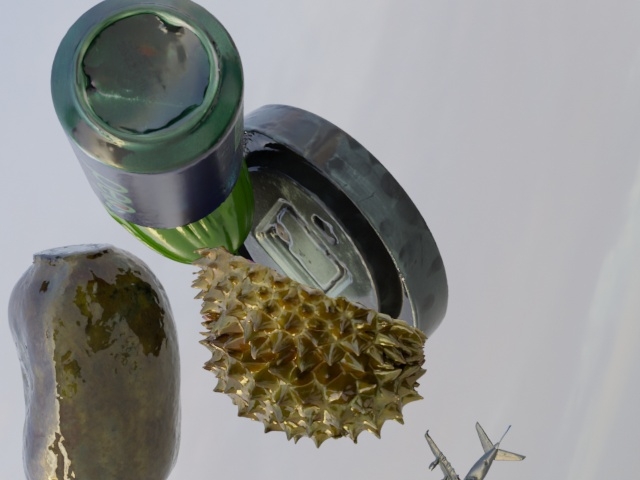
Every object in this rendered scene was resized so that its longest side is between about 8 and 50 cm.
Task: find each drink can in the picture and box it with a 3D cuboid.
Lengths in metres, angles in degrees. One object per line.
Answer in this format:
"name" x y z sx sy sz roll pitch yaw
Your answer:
"drink can" -0.107 -0.077 0.838 0.205 0.118 0.118 106 -176 -77

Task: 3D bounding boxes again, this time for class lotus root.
"lotus root" -0.308 0.170 1.738 0.250 0.250 0.346 -38 -54 -63
"lotus root" -0.144 -0.035 1.515 0.186 0.186 0.186 16 -90 -73

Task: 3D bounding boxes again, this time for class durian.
"durian" -0.028 0.110 1.275 0.154 0.260 0.186 7 -90 -69

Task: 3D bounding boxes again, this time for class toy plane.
"toy plane" 0.090 0.145 0.762 0.084 0.078 0.024 -61 -13 28

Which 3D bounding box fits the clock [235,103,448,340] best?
"clock" 0.000 0.000 1.627 0.076 0.386 0.386 -40 -32 -27
